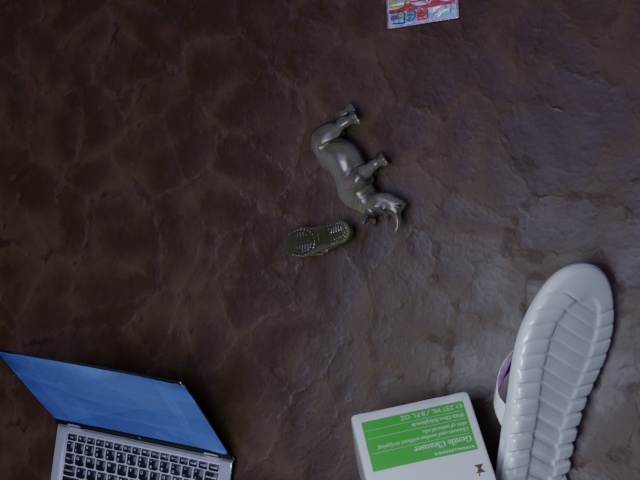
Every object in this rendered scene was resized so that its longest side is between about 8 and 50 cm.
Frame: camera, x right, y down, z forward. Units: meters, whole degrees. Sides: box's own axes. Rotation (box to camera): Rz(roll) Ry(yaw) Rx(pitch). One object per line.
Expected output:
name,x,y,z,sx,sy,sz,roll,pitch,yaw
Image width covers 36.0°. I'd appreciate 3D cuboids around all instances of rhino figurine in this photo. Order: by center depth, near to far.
rhino figurine,0.068,-0.114,1.691,0.106,0.073,0.243,-34,76,11

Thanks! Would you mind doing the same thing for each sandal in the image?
sandal,0.337,0.229,1.539,0.102,0.169,0.417,19,93,61

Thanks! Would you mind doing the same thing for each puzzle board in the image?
puzzle board,0.175,-0.424,1.707,0.128,0.011,0.097,-5,84,20

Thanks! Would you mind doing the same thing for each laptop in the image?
laptop,-0.374,0.415,1.729,0.381,0.236,0.408,7,88,22

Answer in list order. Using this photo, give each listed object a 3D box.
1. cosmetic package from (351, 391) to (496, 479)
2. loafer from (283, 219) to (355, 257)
cosmetic package,0.178,0.434,1.460,0.196,0.155,0.366,-12,51,-4
loafer,0.000,0.000,1.721,0.148,0.050,0.056,-10,78,36
